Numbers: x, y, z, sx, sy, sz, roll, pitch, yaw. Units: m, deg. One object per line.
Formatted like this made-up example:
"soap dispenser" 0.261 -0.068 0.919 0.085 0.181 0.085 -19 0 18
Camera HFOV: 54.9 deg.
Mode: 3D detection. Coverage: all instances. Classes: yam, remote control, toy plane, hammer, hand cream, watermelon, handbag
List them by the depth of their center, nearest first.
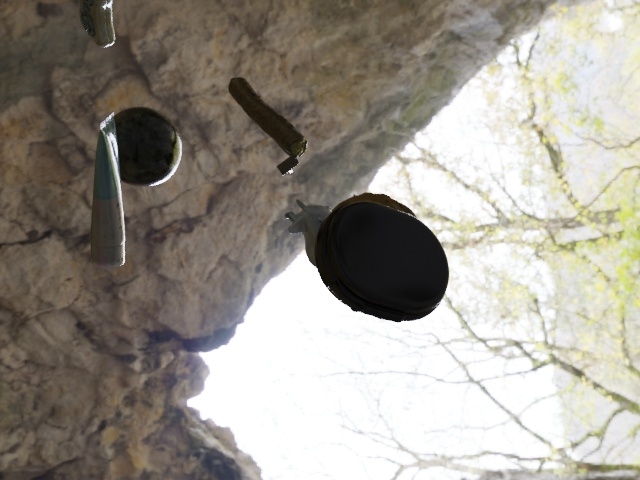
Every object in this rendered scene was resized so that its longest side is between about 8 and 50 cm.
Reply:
"remote control" -0.328 -0.343 0.896 0.032 0.122 0.074 -30 -108 -28
"hammer" -0.053 -0.125 1.070 0.019 0.035 0.110 53 180 2
"hand cream" -0.435 -0.096 1.243 0.111 0.070 0.312 -102 17 -68
"handbag" 0.129 0.048 1.287 0.308 0.093 0.253 18 -121 -21
"watermelon" -0.458 -0.238 1.578 0.212 0.212 0.212 34 -130 -54
"toy plane" 0.004 -0.004 1.590 0.123 0.267 0.267 -43 -50 -8
"yam" -0.155 -0.355 1.753 0.356 0.081 0.081 49 -170 33

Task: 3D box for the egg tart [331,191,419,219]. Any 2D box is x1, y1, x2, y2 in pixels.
"egg tart" 0.161 0.029 1.813 0.150 0.352 0.351 -21 -82 -68
